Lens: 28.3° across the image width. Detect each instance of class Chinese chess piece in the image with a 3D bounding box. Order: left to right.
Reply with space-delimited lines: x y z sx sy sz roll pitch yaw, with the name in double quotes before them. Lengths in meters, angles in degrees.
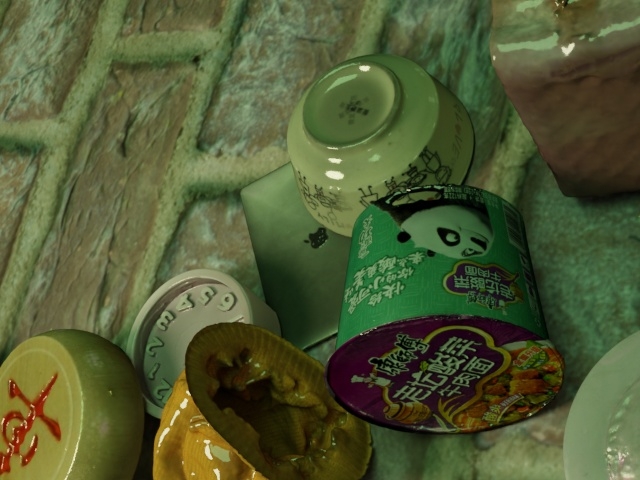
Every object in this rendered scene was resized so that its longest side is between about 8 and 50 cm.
"Chinese chess piece" -0.324 0.235 1.579 0.251 0.097 0.251 -15 69 43

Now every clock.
"clock" -0.147 0.137 1.575 0.197 0.068 0.197 -15 61 29

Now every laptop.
"laptop" 0.000 0.000 1.596 0.187 0.015 0.269 -27 55 17

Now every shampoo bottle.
"shampoo bottle" 0.362 0.209 1.120 0.273 0.266 0.273 -13 62 25

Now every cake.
"cake" 0.320 -0.208 1.334 0.230 0.309 0.237 -7 58 23

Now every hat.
"hat" -0.108 0.249 1.448 0.233 0.244 0.233 -44 69 32

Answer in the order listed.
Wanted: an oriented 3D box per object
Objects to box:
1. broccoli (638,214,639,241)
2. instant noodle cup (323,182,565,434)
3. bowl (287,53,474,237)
"broccoli" 0.440 -0.019 1.204 0.261 0.269 0.242 -50 13 29
"instant noodle cup" 0.130 0.068 1.357 0.251 0.251 0.190 -16 51 23
"bowl" 0.057 -0.134 1.548 0.237 0.126 0.238 -12 58 20
